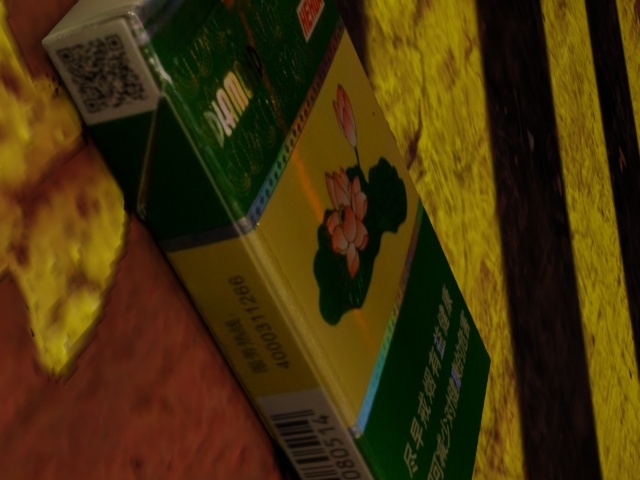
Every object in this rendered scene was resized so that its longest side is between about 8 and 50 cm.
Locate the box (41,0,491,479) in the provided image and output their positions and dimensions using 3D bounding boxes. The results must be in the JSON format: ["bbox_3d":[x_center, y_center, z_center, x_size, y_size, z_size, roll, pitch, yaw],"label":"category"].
[{"bbox_3d":[0.000,0.000,0.405,0.235,0.034,0.132,63,28,-30],"label":"box"}]
